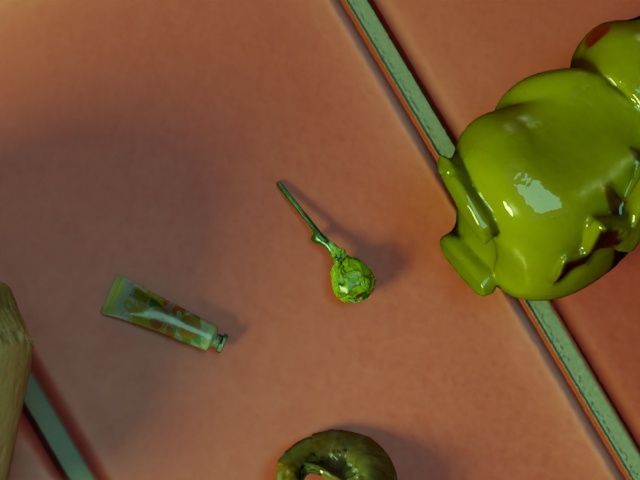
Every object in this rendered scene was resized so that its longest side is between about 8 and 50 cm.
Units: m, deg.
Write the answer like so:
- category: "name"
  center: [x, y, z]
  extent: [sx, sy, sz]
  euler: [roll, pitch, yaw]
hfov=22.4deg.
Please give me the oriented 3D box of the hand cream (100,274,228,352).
- category: "hand cream"
  center: [-0.124, 0.063, 1.298]
  extent: [0.102, 0.022, 0.035]
  euler: [25, 84, -2]

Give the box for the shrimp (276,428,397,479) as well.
- category: "shrimp"
  center: [0.005, 0.206, 1.258]
  extent: [0.095, 0.045, 0.162]
  euler: [35, 44, -5]

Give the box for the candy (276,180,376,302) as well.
- category: "candy"
  center: [0.000, 0.000, 1.327]
  extent: [0.035, 0.035, 0.123]
  euler: [-39, 83, 4]

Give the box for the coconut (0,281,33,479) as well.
- category: "coconut"
  center: [-0.333, 0.126, 1.144]
  extent: [0.239, 0.239, 0.244]
  euler: [14, 82, -8]

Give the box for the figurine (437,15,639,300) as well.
- category: "figurine"
  center: [0.241, -0.085, 1.300]
  extent: [0.327, 0.218, 0.169]
  euler: [-42, 68, -17]
